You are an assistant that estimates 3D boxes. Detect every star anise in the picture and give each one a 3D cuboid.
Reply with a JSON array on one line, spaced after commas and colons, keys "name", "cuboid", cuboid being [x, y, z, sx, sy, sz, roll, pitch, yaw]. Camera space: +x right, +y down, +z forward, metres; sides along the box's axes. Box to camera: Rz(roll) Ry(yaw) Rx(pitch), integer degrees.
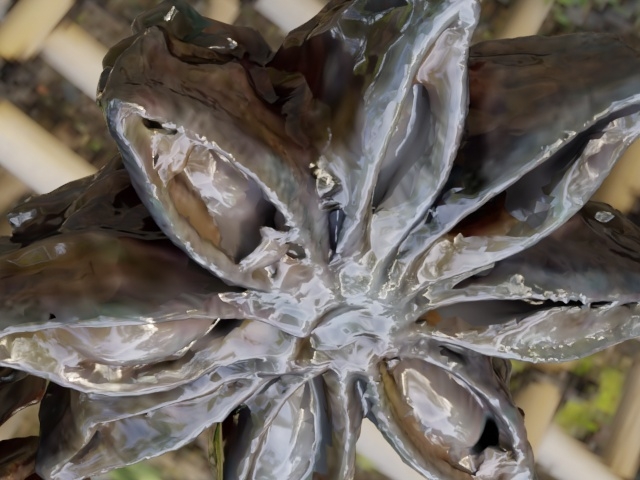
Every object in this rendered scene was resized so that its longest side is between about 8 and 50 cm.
[{"name": "star anise", "cuboid": [-0.001, 0.000, 0.587, 0.236, 0.109, 0.223, -16, 136, -4]}]

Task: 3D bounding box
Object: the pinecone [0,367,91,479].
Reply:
[{"name": "pinecone", "cuboid": [-0.179, 0.086, 0.642, 0.208, 0.207, 0.207, 19, 142, 16]}]
